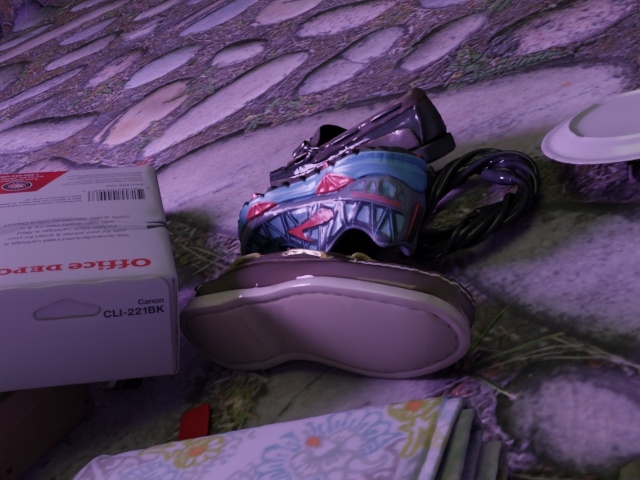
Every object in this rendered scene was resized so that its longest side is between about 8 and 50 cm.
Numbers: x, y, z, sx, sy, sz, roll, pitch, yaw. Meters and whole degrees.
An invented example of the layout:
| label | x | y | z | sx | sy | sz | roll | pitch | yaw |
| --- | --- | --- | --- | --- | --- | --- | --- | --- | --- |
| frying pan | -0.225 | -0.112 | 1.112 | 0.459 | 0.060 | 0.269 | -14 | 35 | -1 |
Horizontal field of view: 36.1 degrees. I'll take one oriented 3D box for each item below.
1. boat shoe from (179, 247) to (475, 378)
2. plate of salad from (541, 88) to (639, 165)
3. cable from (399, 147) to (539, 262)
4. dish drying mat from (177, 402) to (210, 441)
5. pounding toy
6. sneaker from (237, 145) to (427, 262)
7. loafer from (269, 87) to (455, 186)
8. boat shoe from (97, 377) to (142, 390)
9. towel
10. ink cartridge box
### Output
| label | x | y | z | sx | sy | sz | roll | pitch | yaw |
| --- | --- | --- | --- | --- | --- | --- | --- | --- | --- |
| boat shoe | 0.007 | 0.056 | 0.890 | 0.324 | 0.117 | 0.097 | -8 | 35 | 43 |
| plate of salad | 0.320 | -0.108 | 0.974 | 0.199 | 0.048 | 0.200 | -16 | 19 | 6 |
| cable | 0.149 | -0.033 | 1.006 | 0.150 | 0.047 | 0.184 | -9 | 29 | 21 |
| dish drying mat | -0.115 | 0.180 | 0.891 | 0.032 | 0.008 | 0.083 | -23 | 28 | 9 |
| pounding toy | -0.325 | 0.142 | 1.031 | 0.181 | 0.094 | 0.206 | 9 | 35 | 32 |
| sneaker | 0.000 | 0.000 | 0.996 | 0.262 | 0.104 | 0.125 | -27 | 58 | 47 |
| loafer | 0.037 | -0.112 | 1.155 | 0.267 | 0.084 | 0.096 | -12 | 15 | 42 |
| boat shoe | -0.221 | 0.128 | 1.046 | 0.125 | 0.038 | 0.046 | 20 | 94 | 62 |
| towel | -0.073 | 0.236 | 0.629 | 0.374 | 0.090 | 0.320 | -14 | 17 | 23 |
| ink cartridge box | -0.253 | 0.029 | 0.999 | 0.196 | 0.114 | 0.273 | -4 | 26 | -12 |
